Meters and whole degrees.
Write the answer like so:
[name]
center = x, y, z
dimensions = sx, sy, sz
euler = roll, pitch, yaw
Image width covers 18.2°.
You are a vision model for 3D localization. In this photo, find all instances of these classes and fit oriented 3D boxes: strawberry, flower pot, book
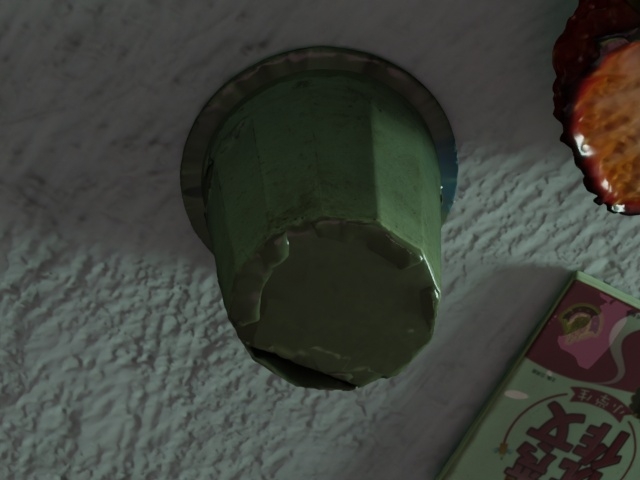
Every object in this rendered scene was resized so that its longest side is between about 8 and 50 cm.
[strawberry]
center = 0.241, -0.126, 1.429
dimensions = 0.190, 0.111, 0.236
euler = -7, 144, -12
[flower pot]
center = 0.000, 0.000, 1.423
dimensions = 0.212, 0.202, 0.212
euler = 0, 122, 0
[book]
center = 0.214, 0.148, 1.614
dimensions = 0.162, 0.022, 0.232
euler = 25, 113, -13
